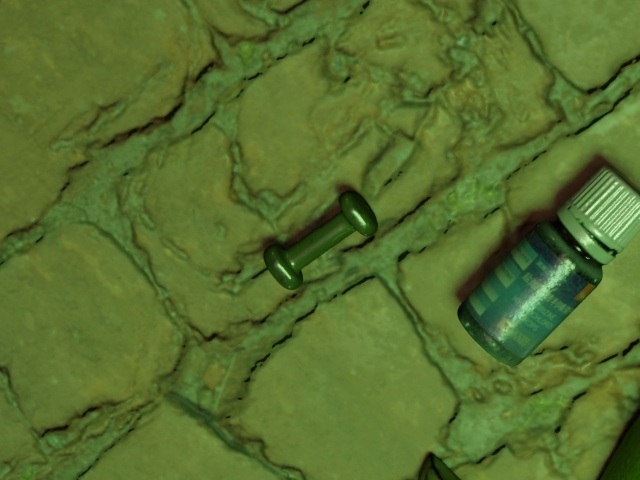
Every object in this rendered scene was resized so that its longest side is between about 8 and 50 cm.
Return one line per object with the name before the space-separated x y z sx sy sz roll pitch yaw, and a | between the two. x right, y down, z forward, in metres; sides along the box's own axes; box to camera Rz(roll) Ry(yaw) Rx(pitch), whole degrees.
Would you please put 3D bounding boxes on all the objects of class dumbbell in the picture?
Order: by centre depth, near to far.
dumbbell | 0.000 0.000 1.248 0.118 0.046 0.052 -36 96 15

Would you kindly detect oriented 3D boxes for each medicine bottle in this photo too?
medicine bottle | 0.223 0.022 1.187 0.083 0.083 0.203 42 103 3

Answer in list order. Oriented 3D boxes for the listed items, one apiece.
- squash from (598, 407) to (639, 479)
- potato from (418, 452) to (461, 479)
squash | 0.376 0.286 1.211 0.234 0.210 0.309 27 132 5
potato | 0.123 0.311 1.257 0.149 0.081 0.120 44 103 2
